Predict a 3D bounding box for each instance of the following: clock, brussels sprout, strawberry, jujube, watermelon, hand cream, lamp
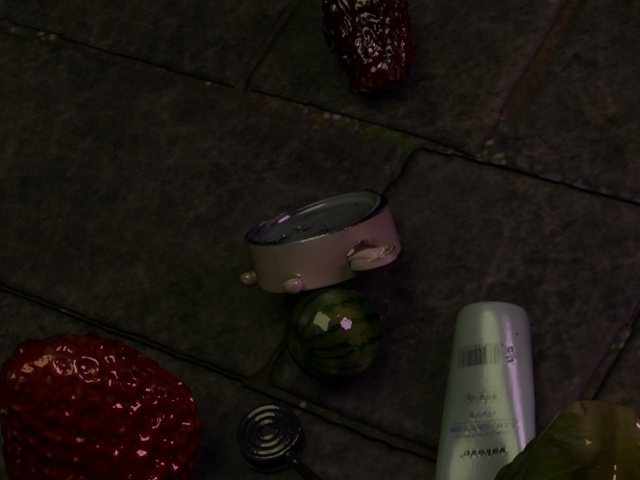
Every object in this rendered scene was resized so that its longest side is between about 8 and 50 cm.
[{"bbox_3d":[0.000,0.000,1.884,0.156,0.063,0.229,-21,13,-26],"label":"clock"},{"bbox_3d":[0.235,0.231,1.617,0.161,0.144,0.180,3,61,52],"label":"brussels sprout"},{"bbox_3d":[-0.228,0.172,1.788,0.205,0.244,0.205,-12,49,15],"label":"strawberry"},{"bbox_3d":[0.059,-0.239,2.073,0.104,0.104,0.166,-23,63,6],"label":"jujube"},{"bbox_3d":[0.016,0.094,1.841,0.109,0.109,0.109,-12,52,15],"label":"watermelon"},{"bbox_3d":[0.153,0.201,1.732,0.109,0.067,0.320,-6,58,21],"label":"hand cream"},{"bbox_3d":[0.025,0.248,1.704,0.130,0.108,0.371,-31,47,-3],"label":"lamp"}]
